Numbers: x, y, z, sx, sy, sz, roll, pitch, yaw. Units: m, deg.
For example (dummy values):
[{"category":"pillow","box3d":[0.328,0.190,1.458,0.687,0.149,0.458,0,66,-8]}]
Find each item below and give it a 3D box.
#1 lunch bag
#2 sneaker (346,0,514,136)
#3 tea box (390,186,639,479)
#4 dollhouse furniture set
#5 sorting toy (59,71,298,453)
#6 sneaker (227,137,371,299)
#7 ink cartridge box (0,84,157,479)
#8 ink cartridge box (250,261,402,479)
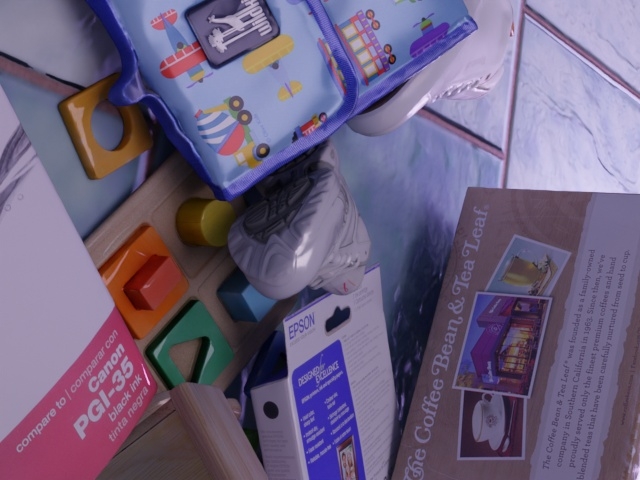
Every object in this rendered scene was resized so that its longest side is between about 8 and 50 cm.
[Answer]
[{"category":"lunch bag","box3d":[-0.053,-0.183,0.865,0.293,0.138,0.221,-40,110,-31]},{"category":"sneaker","box3d":[0.124,-0.166,1.081,0.290,0.106,0.123,-52,124,-38]},{"category":"tea box","box3d":[0.255,0.165,1.114,0.323,0.220,0.329,44,57,-51]},{"category":"dollhouse furniture set","box3d":[-0.058,0.186,0.698,0.212,0.161,0.242,58,15,23]},{"category":"sorting toy","box3d":[-0.095,0.035,0.864,0.196,0.047,0.348,-53,127,-36]},{"category":"sneaker","box3d":[0.000,0.000,0.871,0.115,0.090,0.232,59,18,-16]},{"category":"ink cartridge box","box3d":[-0.231,-0.004,0.546,0.117,0.207,0.283,-52,136,-38]},{"category":"ink cartridge box","box3d":[0.011,0.140,0.956,0.206,0.045,0.208,-24,109,-63]}]
